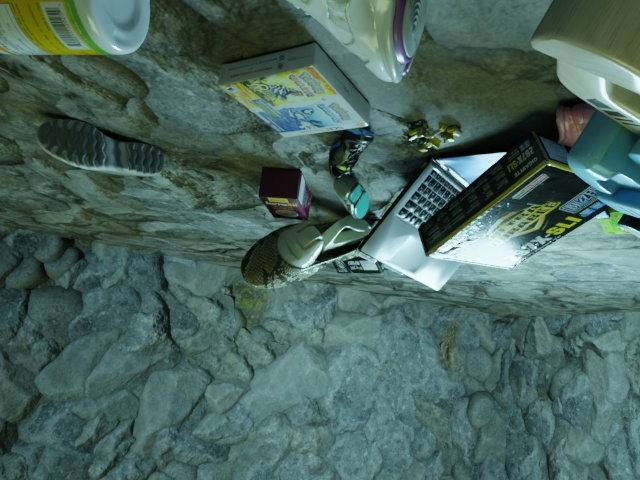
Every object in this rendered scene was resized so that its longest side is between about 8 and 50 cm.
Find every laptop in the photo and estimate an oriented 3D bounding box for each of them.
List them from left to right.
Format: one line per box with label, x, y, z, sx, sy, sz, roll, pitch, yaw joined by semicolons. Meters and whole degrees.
laptop;0.374;-0.019;1.180;0.381;0.408;0.236;26;-164;-45

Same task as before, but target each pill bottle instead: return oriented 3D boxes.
pill bottle;-0.353;-0.301;0.639;0.245;0.137;0.136;5;167;12

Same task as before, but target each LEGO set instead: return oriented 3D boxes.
LEGO set;0.241;0.002;1.551;0.244;0.183;0.060;24;-161;-26

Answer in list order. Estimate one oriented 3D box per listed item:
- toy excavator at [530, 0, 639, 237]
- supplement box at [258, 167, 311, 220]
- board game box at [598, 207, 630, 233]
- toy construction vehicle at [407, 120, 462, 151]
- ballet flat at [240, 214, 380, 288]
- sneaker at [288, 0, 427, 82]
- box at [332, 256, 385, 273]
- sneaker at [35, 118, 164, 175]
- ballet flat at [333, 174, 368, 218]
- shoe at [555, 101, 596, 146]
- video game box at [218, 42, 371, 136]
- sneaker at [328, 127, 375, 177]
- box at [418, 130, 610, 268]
toy excavator;0.407;-0.136;0.635;0.444;0.223;0.433;27;-168;-4
supplement box;-0.090;-0.119;1.380;0.103;0.081;0.188;5;166;9
board game box;0.729;-0.060;1.258;0.092;0.043;0.181;-2;164;36
toy construction vehicle;0.212;-0.196;0.990;0.098;0.035;0.085;-6;161;45
ballet flat;0.000;0.000;1.475;0.482;0.164;0.182;-16;163;-40
sneaker;0.028;-0.293;0.585;0.152;0.114;0.305;16;168;30
box;0.144;0.034;1.723;0.180;0.147;0.078;-2;129;39
sneaker;-0.525;-0.199;1.234;0.281;0.105;0.115;16;164;-35
ballet flat;0.080;-0.119;1.359;0.068;0.072;0.213;32;174;19
shoe;0.453;-0.179;0.881;0.081;0.064;0.178;0;160;35
video game box;-0.038;-0.247;0.892;0.186;0.048;0.205;-3;163;30
sneaker;0.060;-0.177;1.059;0.066;0.078;0.188;10;166;-13
box;0.394;-0.059;1.024;0.256;0.080;0.322;8;146;-30
